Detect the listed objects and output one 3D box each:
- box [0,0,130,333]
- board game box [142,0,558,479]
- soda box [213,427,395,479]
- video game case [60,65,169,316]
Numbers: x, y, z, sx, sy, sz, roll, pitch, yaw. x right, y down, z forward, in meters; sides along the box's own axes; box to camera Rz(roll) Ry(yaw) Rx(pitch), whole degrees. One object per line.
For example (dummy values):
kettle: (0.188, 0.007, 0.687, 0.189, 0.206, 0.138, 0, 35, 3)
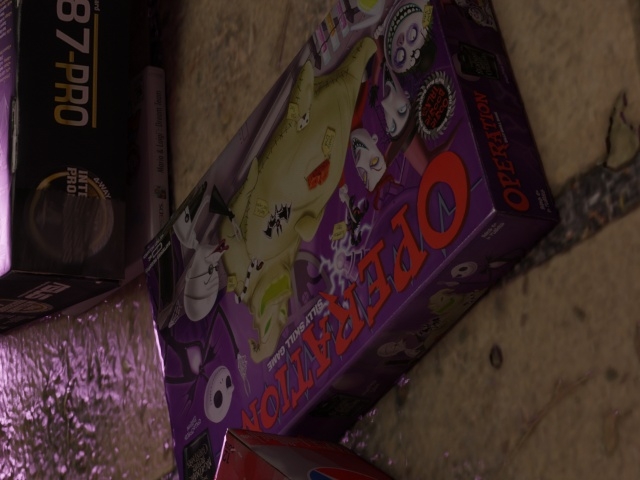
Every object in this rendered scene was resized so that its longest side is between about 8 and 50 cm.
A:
box: (-0.255, -0.096, 1.496, 0.395, 0.097, 0.318, -22, 64, 61)
board game box: (0.000, 0.000, 1.125, 0.347, 0.056, 0.208, -49, 47, 42)
soda box: (0.030, 0.183, 0.986, 0.263, 0.083, 0.092, 28, 105, 59)
video game case: (-0.154, -0.034, 1.418, 0.157, 0.019, 0.143, -31, 57, 52)
